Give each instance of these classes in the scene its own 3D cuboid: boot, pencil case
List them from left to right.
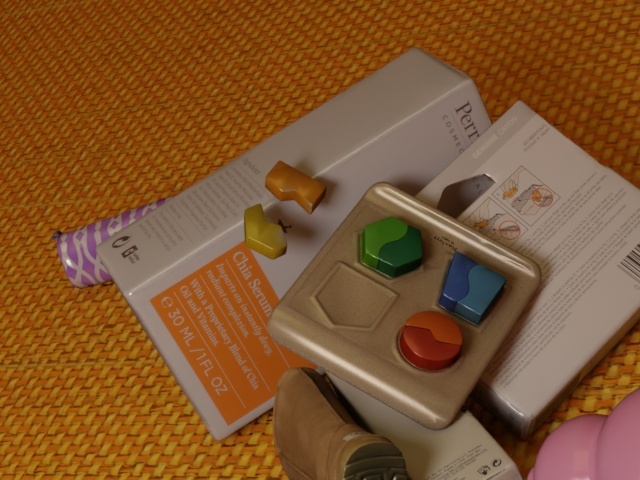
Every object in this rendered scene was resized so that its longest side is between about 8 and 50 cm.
[{"bbox_3d":[-0.253,0.000,2.125,0.206,0.086,0.088,-16,10,12],"label":"pencil case"},{"bbox_3d":[0.019,0.269,1.588,0.089,0.236,0.269,2,7,-17],"label":"boot"}]

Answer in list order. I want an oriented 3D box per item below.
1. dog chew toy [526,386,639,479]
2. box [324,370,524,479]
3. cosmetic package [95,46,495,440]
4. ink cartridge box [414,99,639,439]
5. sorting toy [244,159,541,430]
[{"bbox_3d":[0.338,0.209,1.399,0.332,0.206,0.206,-12,38,33],"label":"dog chew toy"},{"bbox_3d":[0.111,0.208,1.608,0.094,0.113,0.275,-31,37,-7],"label":"box"},{"bbox_3d":[0.000,0.000,1.821,0.453,0.230,0.161,-33,28,-7],"label":"cosmetic package"},{"bbox_3d":[0.218,0.025,1.704,0.261,0.066,0.296,40,68,20],"label":"ink cartridge box"},{"bbox_3d":[0.049,0.034,1.617,0.307,0.041,0.229,29,56,13],"label":"sorting toy"}]
